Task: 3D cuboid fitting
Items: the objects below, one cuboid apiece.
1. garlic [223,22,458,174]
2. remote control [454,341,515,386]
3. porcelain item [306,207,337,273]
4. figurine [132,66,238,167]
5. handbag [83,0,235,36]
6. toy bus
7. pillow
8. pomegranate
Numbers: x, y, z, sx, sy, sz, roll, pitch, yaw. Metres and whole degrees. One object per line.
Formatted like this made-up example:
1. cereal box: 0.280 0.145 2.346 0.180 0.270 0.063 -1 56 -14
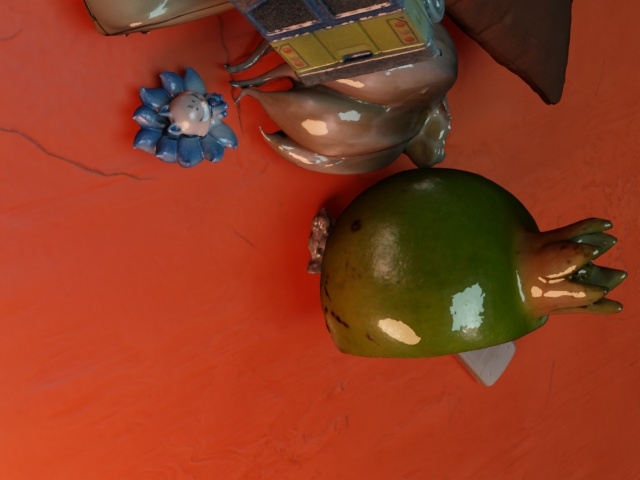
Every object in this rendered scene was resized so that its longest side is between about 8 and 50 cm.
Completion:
1. garlic: 0.040 -0.195 0.956 0.292 0.210 0.237 15 128 -44
2. remote control: 0.234 0.146 1.257 0.087 0.029 0.190 -53 128 -12
3. porcelain item: 0.000 0.000 1.036 0.036 0.028 0.083 -3 105 -54
4. figurine: -0.147 -0.120 0.851 0.114 0.079 0.114 8 74 -29
5. handbag: -0.155 -0.359 0.760 0.241 0.109 0.315 -25 114 -31
6. toy bus: 0.019 -0.324 0.771 0.190 0.152 0.312 36 53 -56
7. pillow: 0.217 -0.354 0.971 0.308 0.108 0.305 26 70 -42
8. pomegranate: 0.166 0.013 0.975 0.310 0.359 0.216 -5 84 -54
